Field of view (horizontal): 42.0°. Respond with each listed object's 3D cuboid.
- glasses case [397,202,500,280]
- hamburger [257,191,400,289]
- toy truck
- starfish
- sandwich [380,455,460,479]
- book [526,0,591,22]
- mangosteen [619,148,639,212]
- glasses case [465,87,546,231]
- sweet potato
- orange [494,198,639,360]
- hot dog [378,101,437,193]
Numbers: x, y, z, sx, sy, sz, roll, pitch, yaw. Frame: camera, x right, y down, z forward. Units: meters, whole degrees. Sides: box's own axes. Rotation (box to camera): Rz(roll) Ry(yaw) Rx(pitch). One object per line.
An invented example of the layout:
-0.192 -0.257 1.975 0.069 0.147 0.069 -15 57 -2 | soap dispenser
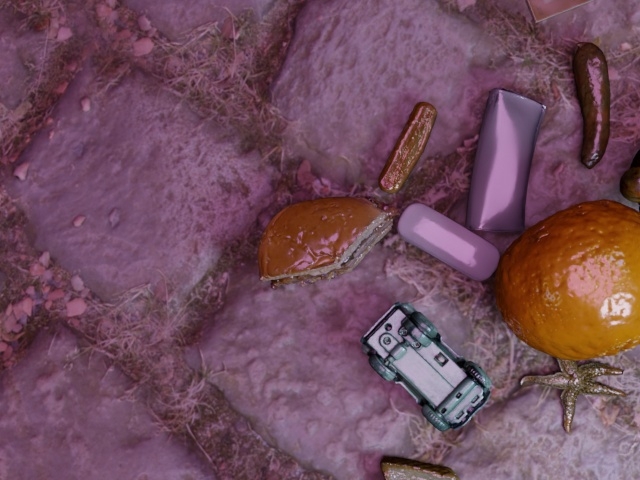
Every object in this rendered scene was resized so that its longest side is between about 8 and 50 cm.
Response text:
0.276 0.003 1.801 0.233 0.059 0.092 29 92 4 | glasses case
0.000 0.000 1.784 0.245 0.155 0.282 29 86 12 | hamburger
0.222 0.262 1.749 0.279 0.156 0.155 44 92 4 | toy truck
0.542 0.308 1.783 0.224 0.050 0.216 0 96 10 | starfish
0.201 0.584 1.786 0.186 0.065 0.214 12 90 5 | sandwich
0.530 -0.561 1.823 0.172 0.012 0.118 -21 87 3 | book
0.726 -0.124 1.696 0.210 0.210 0.209 0 88 5 | mangosteen
0.394 -0.165 1.788 0.128 0.083 0.308 11 89 -1 | glasses case
0.584 -0.289 1.783 0.075 0.075 0.273 -4 91 5 | sweet potato
0.522 0.089 1.641 0.341 0.340 0.293 -27 74 3 | orange
0.191 -0.200 1.822 0.066 0.047 0.215 25 90 -9 | hot dog
